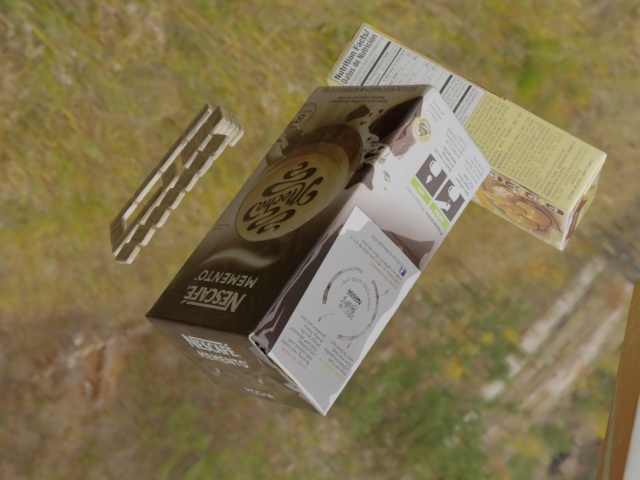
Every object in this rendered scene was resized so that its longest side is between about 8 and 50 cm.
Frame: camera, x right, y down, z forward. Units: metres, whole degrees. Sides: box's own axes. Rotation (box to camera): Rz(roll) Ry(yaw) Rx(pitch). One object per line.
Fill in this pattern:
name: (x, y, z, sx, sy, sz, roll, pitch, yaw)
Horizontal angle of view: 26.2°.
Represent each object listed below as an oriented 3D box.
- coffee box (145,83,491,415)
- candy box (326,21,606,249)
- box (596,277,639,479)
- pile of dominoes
coffee box: (0.000, 0.000, 1.271, 0.119, 0.168, 0.297, 50, 63, -32)
candy box: (0.168, -0.117, 1.600, 0.087, 0.316, 0.183, -58, 167, -9)
box: (0.319, 0.192, 1.120, 0.215, 0.168, 0.345, 72, 31, -75)
pile of dominoes: (-0.198, -0.069, 1.888, 0.251, 0.040, 0.196, -50, -158, 12)
